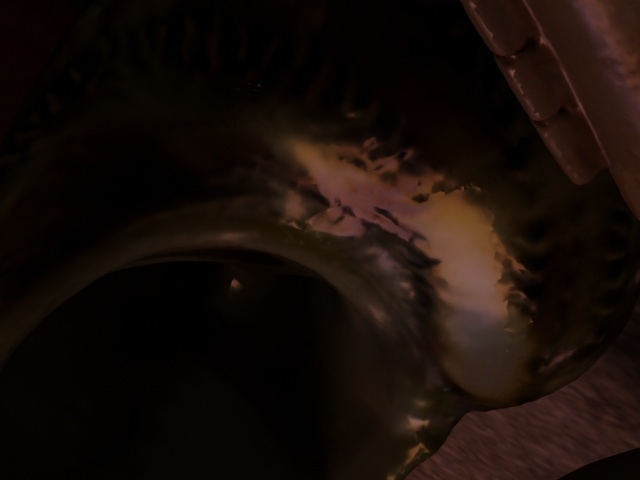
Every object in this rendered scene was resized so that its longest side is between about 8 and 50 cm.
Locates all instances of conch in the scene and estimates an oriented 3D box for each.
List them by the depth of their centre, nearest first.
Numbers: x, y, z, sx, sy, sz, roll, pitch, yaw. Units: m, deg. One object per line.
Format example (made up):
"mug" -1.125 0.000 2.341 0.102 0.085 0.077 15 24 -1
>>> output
"conch" 0.000 -0.001 0.502 0.181 0.187 0.124 11 -157 -10

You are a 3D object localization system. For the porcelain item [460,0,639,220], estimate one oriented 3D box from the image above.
"porcelain item" 0.036 -0.091 0.357 0.213 0.084 0.054 45 -174 -32

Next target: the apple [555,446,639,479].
"apple" 0.155 0.198 0.615 0.258 0.233 0.295 4 121 4

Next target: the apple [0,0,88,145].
"apple" -0.222 -0.022 0.591 0.301 0.301 0.301 30 162 11
